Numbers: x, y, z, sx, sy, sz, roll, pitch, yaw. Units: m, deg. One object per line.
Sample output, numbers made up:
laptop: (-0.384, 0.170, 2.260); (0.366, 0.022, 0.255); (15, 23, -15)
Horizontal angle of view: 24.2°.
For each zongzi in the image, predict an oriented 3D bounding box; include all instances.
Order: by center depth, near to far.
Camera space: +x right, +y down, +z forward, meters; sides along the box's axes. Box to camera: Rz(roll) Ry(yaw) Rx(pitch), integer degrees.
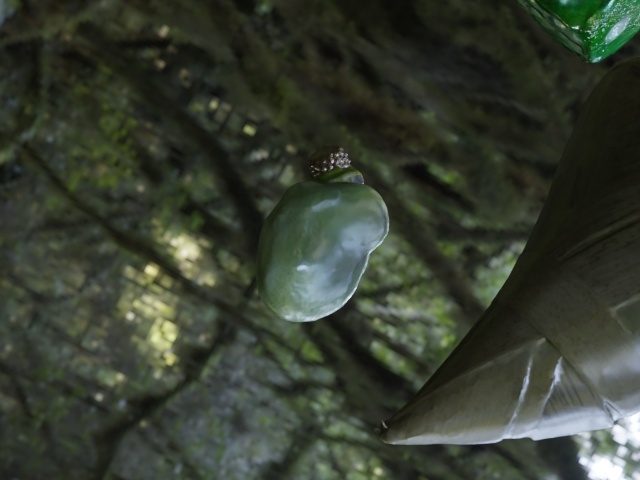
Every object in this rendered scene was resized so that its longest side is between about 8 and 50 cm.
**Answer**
zongzi: (0.243, -0.030, 1.567); (0.218, 0.466, 0.500); (95, -14, -48)

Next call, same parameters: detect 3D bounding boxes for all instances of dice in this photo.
dice: (0.228, -0.238, 1.289); (0.120, 0.128, 0.131); (-46, 164, 2)

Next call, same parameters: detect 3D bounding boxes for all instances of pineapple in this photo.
pineapple: (0.029, -0.066, 2.001); (0.058, 0.124, 0.058); (-22, -159, 9)

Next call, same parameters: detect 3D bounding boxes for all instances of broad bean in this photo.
broad bean: (0.000, 0.000, 1.857); (0.100, 0.169, 0.228); (-3, -129, 37)
